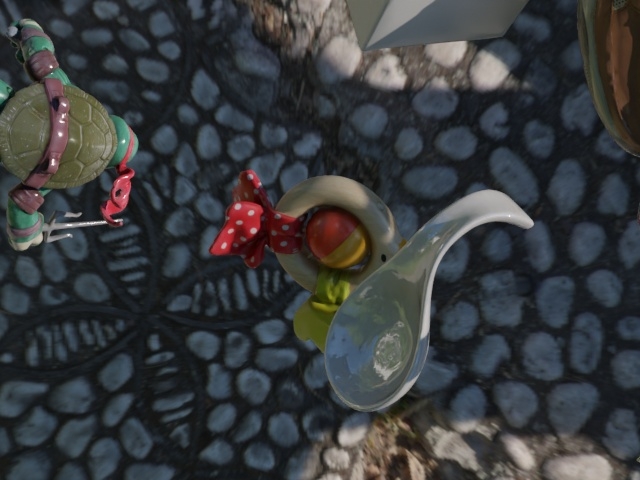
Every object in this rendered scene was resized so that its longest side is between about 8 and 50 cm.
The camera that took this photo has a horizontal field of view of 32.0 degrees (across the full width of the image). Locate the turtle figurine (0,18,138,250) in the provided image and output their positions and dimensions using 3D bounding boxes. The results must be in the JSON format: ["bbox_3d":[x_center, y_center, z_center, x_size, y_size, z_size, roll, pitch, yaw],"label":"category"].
[{"bbox_3d":[-0.220,-0.084,0.824,0.234,0.118,0.175,11,81,-45],"label":"turtle figurine"}]

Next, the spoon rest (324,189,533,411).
[{"bbox_3d":[0.097,0.057,1.160,0.276,0.084,0.137,-51,45,13],"label":"spoon rest"}]

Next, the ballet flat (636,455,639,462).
[{"bbox_3d":[0.420,0.168,1.297,0.091,0.077,0.241,33,67,-24],"label":"ballet flat"}]

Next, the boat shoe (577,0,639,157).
[{"bbox_3d":[0.280,-0.220,0.864,0.123,0.116,0.324,-15,110,-37],"label":"boat shoe"}]

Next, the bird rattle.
[{"bbox_3d":[0.000,0.000,1.384,0.207,0.143,0.253,-36,91,31],"label":"bird rattle"}]

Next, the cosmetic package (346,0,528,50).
[{"bbox_3d":[0.119,-0.337,0.861,0.156,0.385,0.217,-10,72,-17],"label":"cosmetic package"}]

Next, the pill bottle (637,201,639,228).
[{"bbox_3d":[0.450,-0.058,1.373,0.108,0.180,0.108,-4,69,11],"label":"pill bottle"}]
